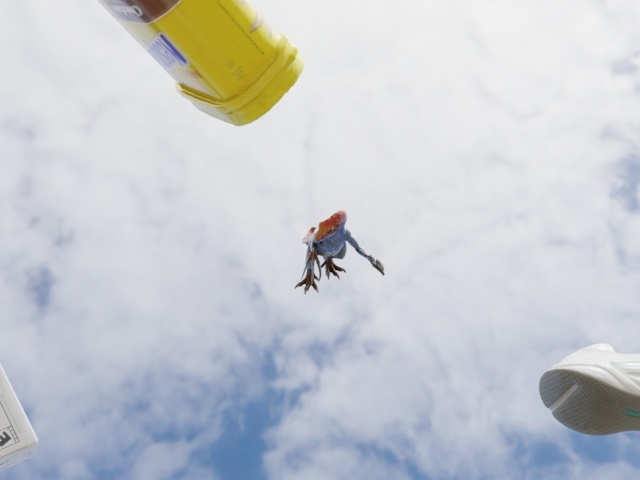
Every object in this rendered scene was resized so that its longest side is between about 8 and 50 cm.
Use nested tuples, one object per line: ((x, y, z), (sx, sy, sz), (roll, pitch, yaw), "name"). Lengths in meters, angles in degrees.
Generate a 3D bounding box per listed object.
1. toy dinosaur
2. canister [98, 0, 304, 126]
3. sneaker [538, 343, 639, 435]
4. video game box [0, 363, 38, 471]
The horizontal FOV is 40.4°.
((0.000, 0.000, 0.569), (0.047, 0.090, 0.082), (-18, -39, -22), "toy dinosaur")
((-0.104, -0.167, 0.600), (0.073, 0.126, 0.170), (-49, -57, -7), "canister")
((0.204, 0.091, 0.487), (0.152, 0.061, 0.053), (19, -55, 36), "sneaker")
((-0.377, 0.137, 0.759), (0.187, 0.048, 0.205), (-20, -112, -34), "video game box")
